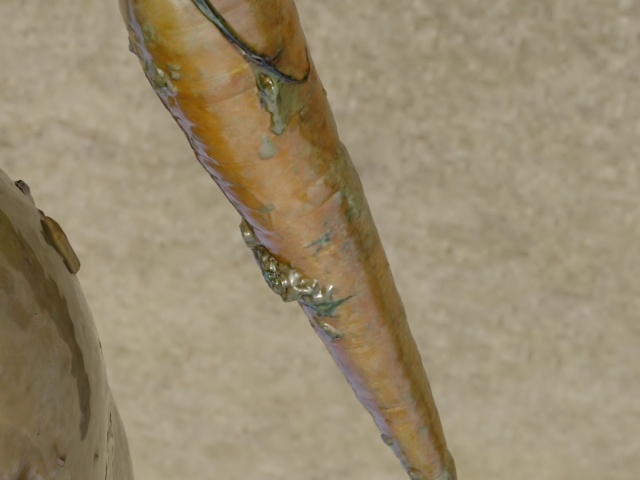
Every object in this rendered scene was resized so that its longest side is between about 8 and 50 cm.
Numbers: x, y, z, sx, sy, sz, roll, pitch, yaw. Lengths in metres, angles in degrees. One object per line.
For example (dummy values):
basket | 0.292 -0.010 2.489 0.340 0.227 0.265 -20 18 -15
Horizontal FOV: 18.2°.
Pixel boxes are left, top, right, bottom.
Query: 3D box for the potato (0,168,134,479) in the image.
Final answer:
potato | -0.126 0.063 0.560 0.165 0.165 0.262 11 134 7

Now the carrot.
carrot | 0.000 0.000 0.601 0.049 0.049 0.254 2 137 31
